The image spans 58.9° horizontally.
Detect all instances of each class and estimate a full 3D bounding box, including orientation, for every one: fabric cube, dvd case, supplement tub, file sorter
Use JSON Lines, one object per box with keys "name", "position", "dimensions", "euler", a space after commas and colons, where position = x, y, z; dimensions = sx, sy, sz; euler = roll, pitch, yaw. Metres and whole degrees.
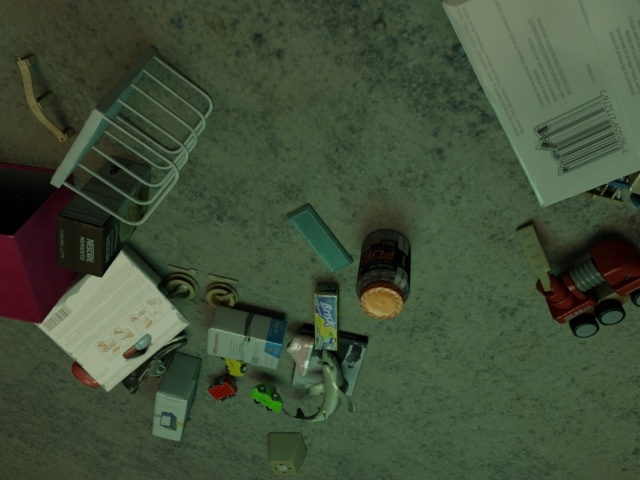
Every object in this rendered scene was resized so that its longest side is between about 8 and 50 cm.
{"name": "fabric cube", "position": [-0.726, -0.002, 1.307], "dimensions": [0.259, 0.254, 0.258], "euler": [8, 129, 3]}
{"name": "dvd case", "position": [0.022, 0.338, 1.567], "dimensions": [0.179, 0.029, 0.238], "euler": [12, 128, 1]}
{"name": "supplement tub", "position": [0.140, 0.075, 1.246], "dimensions": [0.117, 0.190, 0.117], "euler": [5, 127, 6]}
{"name": "file sorter", "position": [-0.340, -0.197, 1.080], "dimensions": [0.173, 0.277, 0.193], "euler": [35, 125, -21]}

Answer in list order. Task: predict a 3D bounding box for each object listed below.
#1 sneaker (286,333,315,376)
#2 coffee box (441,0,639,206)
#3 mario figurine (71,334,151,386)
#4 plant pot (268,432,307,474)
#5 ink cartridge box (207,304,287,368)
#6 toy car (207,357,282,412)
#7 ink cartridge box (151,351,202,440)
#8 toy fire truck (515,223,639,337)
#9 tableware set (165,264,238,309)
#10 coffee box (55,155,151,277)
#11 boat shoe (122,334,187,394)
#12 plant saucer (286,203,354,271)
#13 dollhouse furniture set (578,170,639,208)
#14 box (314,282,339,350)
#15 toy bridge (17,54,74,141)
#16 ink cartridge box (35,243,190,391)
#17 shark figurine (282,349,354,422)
{"name": "sneaker", "position": [-0.058, 0.301, 1.505], "dimensions": [0.070, 0.051, 0.134], "euler": [14, 124, 4]}
{"name": "coffee box", "position": [0.392, -0.317, 0.816], "dimensions": [0.338, 0.334, 0.337], "euler": [-24, 118, 23]}
{"name": "mario figurine", "position": [-0.601, 0.268, 1.596], "dimensions": [0.198, 0.170, 0.320], "euler": [44, 118, 22]}
{"name": "plant pot", "position": [-0.112, 0.688, 1.812], "dimensions": [0.109, 0.096, 0.109], "euler": [-5, 126, 13]}
{"name": "ink cartridge box", "position": [-0.193, 0.258, 1.496], "dimensions": [0.191, 0.082, 0.139], "euler": [15, 139, -1]}
{"name": "toy car", "position": [-0.201, 0.414, 1.625], "dimensions": [0.225, 0.053, 0.239], "euler": [29, 128, 8]}
{"name": "ink cartridge box", "position": [-0.420, 0.458, 1.657], "dimensions": [0.093, 0.154, 0.212], "euler": [17, 127, -4]}
{"name": "toy fire truck", "position": [0.552, 0.059, 1.207], "dimensions": [0.246, 0.158, 0.217], "euler": [32, 126, -27]}
{"name": "tableware set", "position": [-0.312, 0.140, 1.472], "dimensions": [0.194, 0.039, 0.128], "euler": [13, 128, 1]}
{"name": "coffee box", "position": [-0.461, -0.055, 1.221], "dimensions": [0.098, 0.246, 0.141], "euler": [16, 128, -2]}
{"name": "boat shoe", "position": [-0.460, 0.344, 1.594], "dimensions": [0.233, 0.084, 0.079], "euler": [-36, 82, 8]}
{"name": "plant saucer", "position": [0.000, 0.000, 1.325], "dimensions": [0.067, 0.018, 0.192], "euler": [-25, 118, 26]}
{"name": "dollhouse furniture set", "position": [0.531, -0.114, 1.038], "dimensions": [0.129, 0.183, 0.129], "euler": [14, 128, -1]}
{"name": "box", "position": [0.017, 0.193, 1.426], "dimensions": [0.059, 0.054, 0.168], "euler": [3, 116, 7]}
{"name": "toy bridge", "position": [-0.580, -0.291, 1.181], "dimensions": [0.026, 0.063, 0.188], "euler": [-6, 126, 14]}
{"name": "ink cartridge box", "position": [-0.520, 0.197, 1.439], "dimensions": [0.296, 0.066, 0.261], "euler": [-39, 102, 6]}
{"name": "shark figurine", "position": [0.024, 0.437, 1.567], "dimensions": [0.166, 0.116, 0.278], "euler": [41, 121, 20]}
